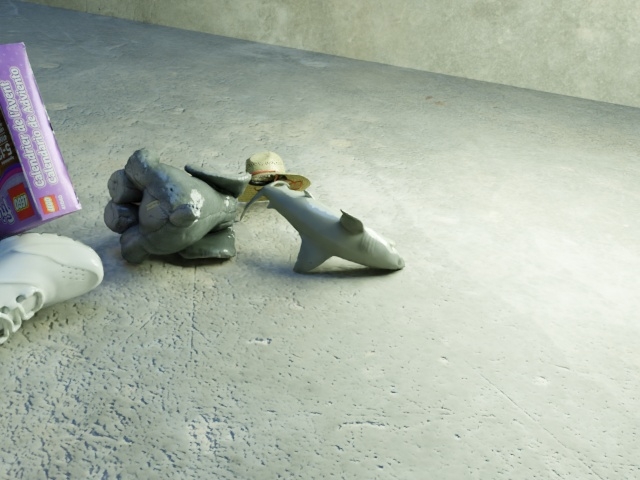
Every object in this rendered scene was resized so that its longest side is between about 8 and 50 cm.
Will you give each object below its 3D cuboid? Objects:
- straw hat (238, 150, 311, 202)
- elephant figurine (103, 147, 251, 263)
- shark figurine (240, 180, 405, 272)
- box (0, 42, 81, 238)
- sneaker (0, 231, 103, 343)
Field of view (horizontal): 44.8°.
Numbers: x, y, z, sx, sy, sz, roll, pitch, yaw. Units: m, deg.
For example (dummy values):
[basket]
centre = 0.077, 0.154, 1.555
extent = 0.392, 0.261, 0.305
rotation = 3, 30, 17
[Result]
[straw hat]
centre = -0.091, -0.113, 1.279
extent = 0.145, 0.061, 0.144
rotation = -9, -13, -2
[elephant figurine]
centre = -0.175, -0.051, 1.131
extent = 0.239, 0.169, 0.186
rotation = 0, 51, -49
[shark figurine]
centre = -0.025, -0.014, 1.139
extent = 0.278, 0.116, 0.166
rotation = 28, -1, 23
[box]
centre = -0.421, -0.098, 0.958
extent = 0.293, 0.200, 0.057
rotation = -14, 7, 43
[sneaker]
centre = -0.386, 0.080, 0.877
extent = 0.297, 0.111, 0.129
rotation = -17, 46, -28
